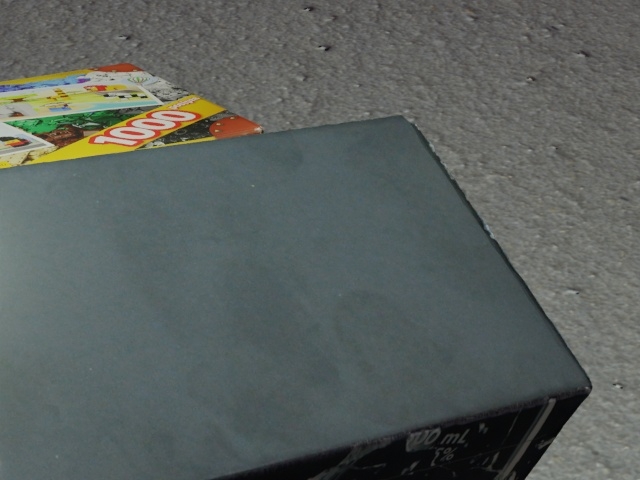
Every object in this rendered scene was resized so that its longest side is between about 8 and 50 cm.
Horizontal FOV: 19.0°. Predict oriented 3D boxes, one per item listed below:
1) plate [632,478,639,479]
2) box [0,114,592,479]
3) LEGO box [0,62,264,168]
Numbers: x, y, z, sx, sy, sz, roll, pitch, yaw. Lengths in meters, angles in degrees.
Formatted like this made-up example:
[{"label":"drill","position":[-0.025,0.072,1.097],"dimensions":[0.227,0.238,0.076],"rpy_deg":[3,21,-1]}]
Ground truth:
[{"label":"plate","position":[0.293,0.309,1.749],"dimensions":[0.277,0.045,0.278],"rpy_deg":[-11,35,-14]},{"label":"box","position":[-0.139,0.185,1.438],"dimensions":[0.480,0.471,0.297],"rpy_deg":[-10,53,-34]},{"label":"LEGO box","position":[-0.355,-0.033,2.028],"dimensions":[0.500,0.193,0.372],"rpy_deg":[-11,20,-26]}]
